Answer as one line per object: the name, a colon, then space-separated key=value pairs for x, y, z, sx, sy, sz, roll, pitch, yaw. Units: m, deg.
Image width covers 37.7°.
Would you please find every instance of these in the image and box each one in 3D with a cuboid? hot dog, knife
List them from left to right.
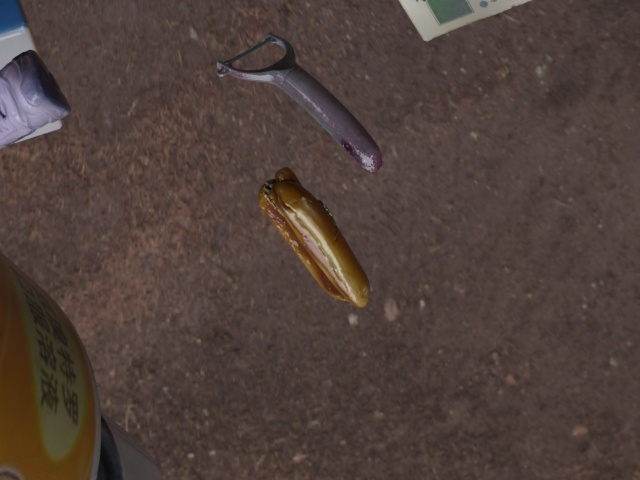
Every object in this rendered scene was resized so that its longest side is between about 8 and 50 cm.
knife: x=-0.020 y=-0.194 z=1.318 sx=0.123 sy=0.278 sz=0.053 roll=-38 pitch=160 yaw=-26
hot dog: x=0.000 y=0.000 z=1.364 sx=0.068 sy=0.100 sz=0.249 roll=-46 pitch=120 yaw=-17

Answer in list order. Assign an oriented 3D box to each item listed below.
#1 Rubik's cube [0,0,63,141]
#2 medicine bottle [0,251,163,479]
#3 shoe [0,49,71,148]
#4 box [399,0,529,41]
Rubik's cube: x=-0.622 y=-0.327 z=1.527 sx=0.290 sy=0.292 sz=0.291 roll=-22 pitch=158 yaw=-13
medicine bottle: x=-0.217 y=0.116 z=0.485 sx=0.242 sy=0.242 sz=0.395 roll=-20 pitch=157 yaw=0
shoe: x=-0.407 y=-0.169 z=1.219 sx=0.137 sy=0.245 sz=0.095 roll=-38 pitch=104 yaw=-14
box: x=0.196 y=-0.387 z=1.246 sx=0.212 sy=0.095 sz=0.168 roll=-15 pitch=124 yaw=36
